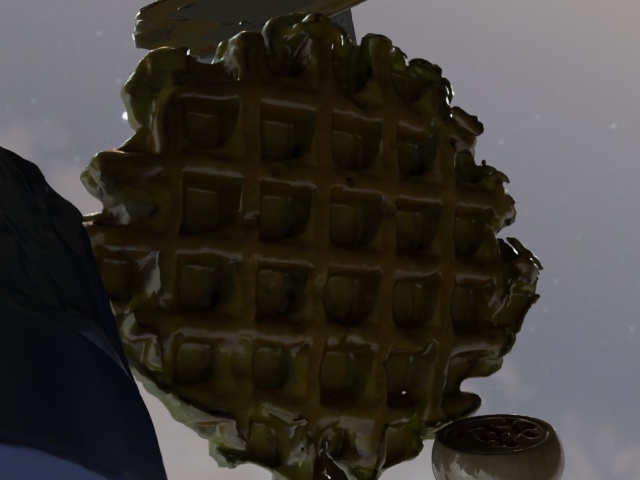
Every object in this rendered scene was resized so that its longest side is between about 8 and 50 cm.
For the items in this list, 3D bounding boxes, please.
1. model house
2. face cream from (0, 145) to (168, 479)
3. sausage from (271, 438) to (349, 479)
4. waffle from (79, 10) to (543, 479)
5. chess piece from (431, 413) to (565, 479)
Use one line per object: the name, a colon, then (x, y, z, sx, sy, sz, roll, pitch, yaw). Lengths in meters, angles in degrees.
model house: (-0.051, -0.138, 1.026, 0.207, 0.136, 0.219, 13, -143, 38)
face cream: (-0.203, 0.095, 0.549, 0.249, 0.249, 0.225, 10, -148, -30)
sausage: (0.060, 0.385, 1.088, 0.123, 0.136, 0.501, 38, -161, -54)
waffle: (0.000, 0.000, 0.791, 0.325, 0.302, 0.068, 52, 158, -14)
chess piece: (0.112, 0.138, 0.763, 0.083, 0.038, 0.084, -3, -169, 0)
